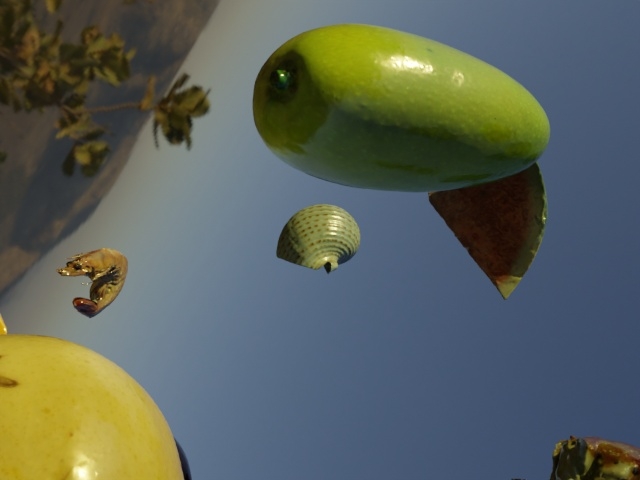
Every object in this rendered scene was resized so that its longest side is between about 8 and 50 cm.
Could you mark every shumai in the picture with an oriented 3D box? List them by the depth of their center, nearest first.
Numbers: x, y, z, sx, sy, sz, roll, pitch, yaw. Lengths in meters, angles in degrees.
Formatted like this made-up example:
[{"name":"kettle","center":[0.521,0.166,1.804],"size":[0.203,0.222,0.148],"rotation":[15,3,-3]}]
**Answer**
[{"name":"shumai","center":[0.573,0.574,1.716],"size":[0.397,0.324,0.323],"rotation":[-178,-79,-76]}]

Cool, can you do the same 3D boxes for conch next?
[{"name":"conch","center":[0.002,-0.011,1.733],"size":[0.200,0.172,0.131],"rotation":[-124,-134,-79]}]

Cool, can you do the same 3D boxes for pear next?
[{"name":"pear","center":[-0.263,0.237,0.708],"size":[0.309,0.309,0.309],"rotation":[-53,-164,23]}]

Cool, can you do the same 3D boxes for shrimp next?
[{"name":"shrimp","center":[-0.308,0.056,1.092],"size":[0.095,0.045,0.162],"rotation":[-60,165,8]}]

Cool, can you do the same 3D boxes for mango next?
[{"name":"mango","center":[0.093,-0.127,0.866],"size":[0.192,0.343,0.155],"rotation":[162,-66,-64]}]

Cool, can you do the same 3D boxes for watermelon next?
[{"name":"watermelon","center":[0.270,-0.048,1.322],"size":[0.176,0.260,0.256],"rotation":[-30,172,-21]}]

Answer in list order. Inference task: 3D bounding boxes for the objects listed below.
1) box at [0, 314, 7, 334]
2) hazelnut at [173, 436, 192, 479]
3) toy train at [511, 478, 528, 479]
[{"name":"box","center":[-0.502,0.092,0.968],"size":[0.214,0.259,0.283],"rotation":[-24,162,-26]},{"name":"hazelnut","center":[-0.260,0.280,0.996],"size":[0.208,0.208,0.208],"rotation":[-53,-164,23]},{"name":"toy train","center":[0.170,0.247,0.705],"size":[0.017,0.017,0.083],"rotation":[-11,-122,38]}]
